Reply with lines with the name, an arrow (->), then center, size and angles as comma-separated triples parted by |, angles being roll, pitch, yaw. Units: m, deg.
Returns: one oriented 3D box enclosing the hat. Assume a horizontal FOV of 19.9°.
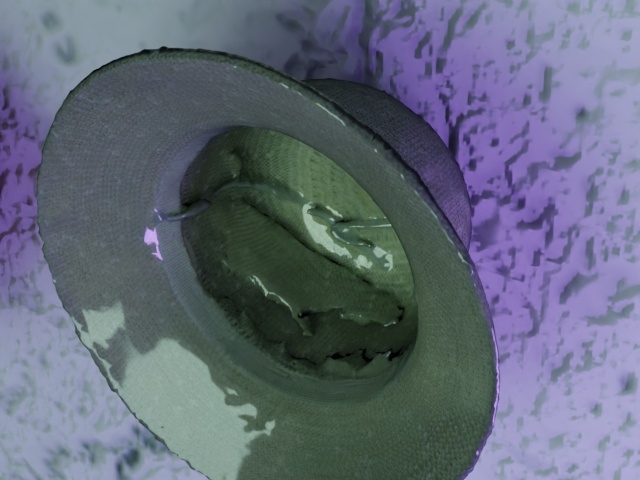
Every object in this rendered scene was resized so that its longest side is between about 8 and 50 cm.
hat -> 0.000, 0.000, 0.885 | 0.257, 0.130, 0.257 | 19, 128, 25
